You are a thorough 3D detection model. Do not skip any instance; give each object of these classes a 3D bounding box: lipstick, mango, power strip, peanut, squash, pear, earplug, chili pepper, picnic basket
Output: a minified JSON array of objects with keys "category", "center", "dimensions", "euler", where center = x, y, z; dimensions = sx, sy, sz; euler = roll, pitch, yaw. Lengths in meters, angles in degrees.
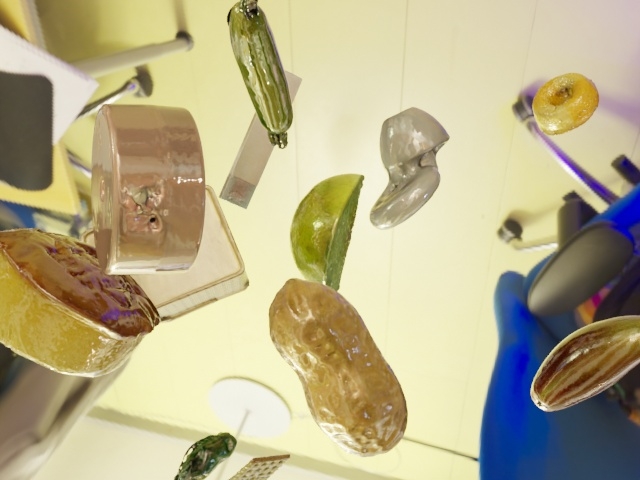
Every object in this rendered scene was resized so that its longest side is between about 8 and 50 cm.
[{"category":"lipstick","center":[-0.158,-0.266,1.851],"dimensions":[0.080,0.076,0.371],"euler":[23,91,-14]},{"category":"mango","center":[0.488,0.212,1.267],"dimensions":[0.267,0.133,0.111],"euler":[-42,70,27]},{"category":"power strip","center":[-0.154,-0.044,0.623],"dimensions":[0.078,0.154,0.154],"euler":[-1,139,-26]},{"category":"peanut","center":[0.020,0.133,0.720],"dimensions":[0.095,0.108,0.226],"euler":[-22,112,14]},{"category":"squash","center":[-0.092,-0.273,1.119],"dimensions":[0.080,0.071,0.318],"euler":[35,157,27]},{"category":"pear","center":[-0.003,-0.004,1.527],"dimensions":[0.139,0.239,0.288],"euler":[13,106,2]},{"category":"earplug","center":[0.212,-0.176,1.782],"dimensions":[0.175,0.325,0.214],"euler":[19,170,-16]},{"category":"chili pepper","center":[-0.186,0.369,1.073],"dimensions":[0.073,0.182,0.050],"euler":[24,142,-6]},{"category":"picnic basket","center":[-0.335,0.047,1.535],"dimensions":[0.313,0.228,0.175],"euler":[-22,167,-8]}]

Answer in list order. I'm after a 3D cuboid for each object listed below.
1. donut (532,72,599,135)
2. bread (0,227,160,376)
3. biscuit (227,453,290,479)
[{"category":"donut","center":[0.590,-0.338,1.716],"dimensions":[0.162,0.178,0.065],"euler":[-36,121,23]},{"category":"bread","center":[-0.368,0.084,1.030],"dimensions":[0.270,0.270,0.148],"euler":[35,95,-10]},{"category":"biscuit","center":[-0.169,0.544,1.586],"dimensions":[0.203,0.016,0.144],"euler":[-46,147,19]}]
